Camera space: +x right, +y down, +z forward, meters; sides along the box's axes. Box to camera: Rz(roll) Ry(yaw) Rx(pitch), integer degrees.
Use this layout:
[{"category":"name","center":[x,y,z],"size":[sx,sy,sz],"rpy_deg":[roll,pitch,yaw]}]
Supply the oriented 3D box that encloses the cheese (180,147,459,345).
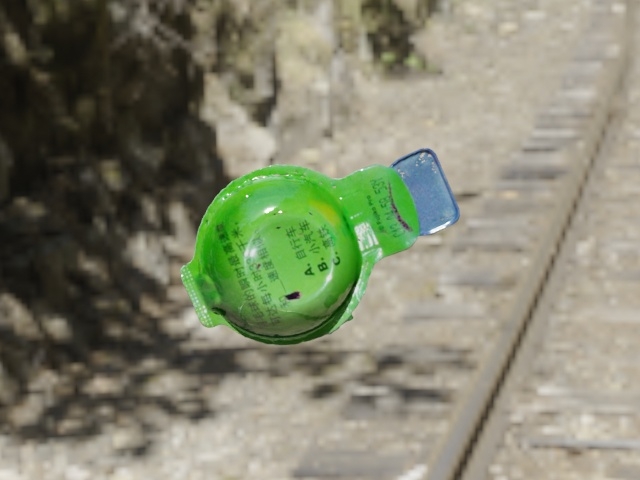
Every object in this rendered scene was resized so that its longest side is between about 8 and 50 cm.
[{"category":"cheese","center":[0.000,0.000,2.017],"size":[0.320,0.204,0.083],"rpy_deg":[-25,7,-10]}]
